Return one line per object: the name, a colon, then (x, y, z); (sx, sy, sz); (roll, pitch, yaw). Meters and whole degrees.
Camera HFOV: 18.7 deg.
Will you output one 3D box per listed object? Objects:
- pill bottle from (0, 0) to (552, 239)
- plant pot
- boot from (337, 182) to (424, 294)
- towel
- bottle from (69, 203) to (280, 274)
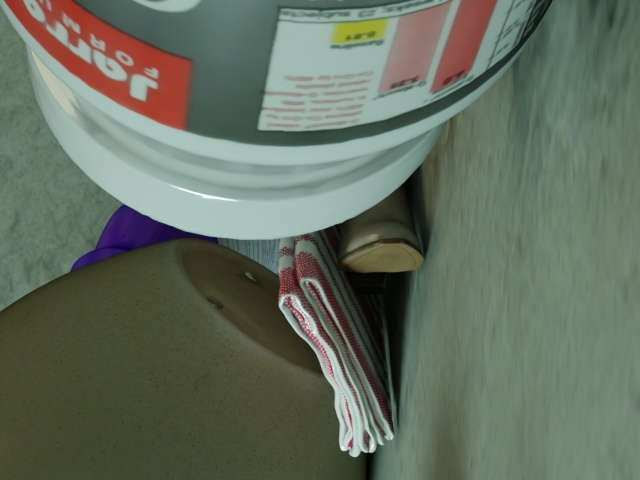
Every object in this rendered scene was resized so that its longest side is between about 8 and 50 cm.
pill bottle: (-0.008, -0.150, 0.599); (0.363, 0.210, 0.210); (105, 165, -64)
plant pot: (-0.082, 0.112, 1.116); (0.191, 0.284, 0.284); (-54, 18, 16)
boot: (0.029, -0.024, 0.980); (0.118, 0.042, 0.087); (118, 155, -74)
towel: (0.000, 0.000, 1.038); (0.144, 0.029, 0.197); (66, -166, -45)
bottle: (-0.104, 0.019, 1.372); (0.283, 0.092, 0.118); (-45, -38, -52)
